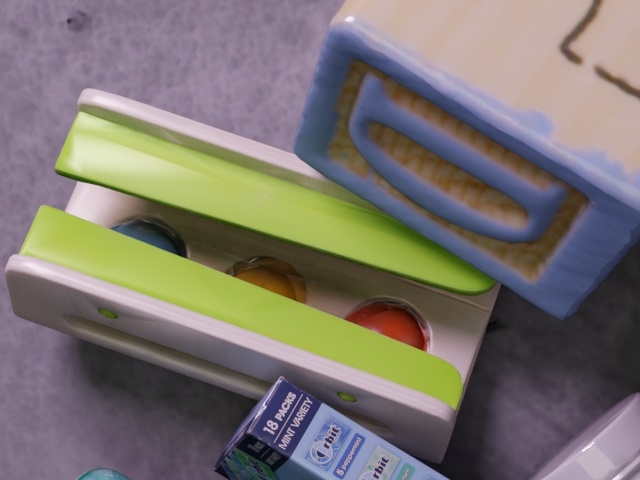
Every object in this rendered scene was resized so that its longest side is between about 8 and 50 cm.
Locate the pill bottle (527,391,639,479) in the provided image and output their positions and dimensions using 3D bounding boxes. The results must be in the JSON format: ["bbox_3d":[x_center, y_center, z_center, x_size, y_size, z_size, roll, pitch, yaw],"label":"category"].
[{"bbox_3d":[0.222,0.199,1.162,0.121,0.121,0.216,-41,86,5],"label":"pill bottle"}]

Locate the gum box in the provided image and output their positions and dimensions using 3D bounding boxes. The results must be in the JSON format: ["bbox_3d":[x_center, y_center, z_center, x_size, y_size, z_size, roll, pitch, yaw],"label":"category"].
[{"bbox_3d":[0.034,0.155,1.153,0.184,0.157,0.041,31,73,-1],"label":"gum box"}]

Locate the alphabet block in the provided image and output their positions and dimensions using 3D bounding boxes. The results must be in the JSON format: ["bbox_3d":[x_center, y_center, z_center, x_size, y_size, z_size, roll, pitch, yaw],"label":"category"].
[{"bbox_3d":[0.119,-0.107,1.062,0.192,0.193,0.197,33,71,2],"label":"alphabet block"}]

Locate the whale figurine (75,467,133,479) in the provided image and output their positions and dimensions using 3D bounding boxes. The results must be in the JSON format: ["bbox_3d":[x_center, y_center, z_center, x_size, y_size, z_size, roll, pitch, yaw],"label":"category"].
[{"bbox_3d":[-0.111,0.239,1.150,0.272,0.141,0.216,-5,84,-21],"label":"whale figurine"}]

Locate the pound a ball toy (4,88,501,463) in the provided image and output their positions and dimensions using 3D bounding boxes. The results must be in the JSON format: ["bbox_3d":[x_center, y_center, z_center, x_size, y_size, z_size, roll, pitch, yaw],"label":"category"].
[{"bbox_3d":[0.000,0.000,1.196,0.319,0.136,0.208,18,69,4],"label":"pound a ball toy"}]
